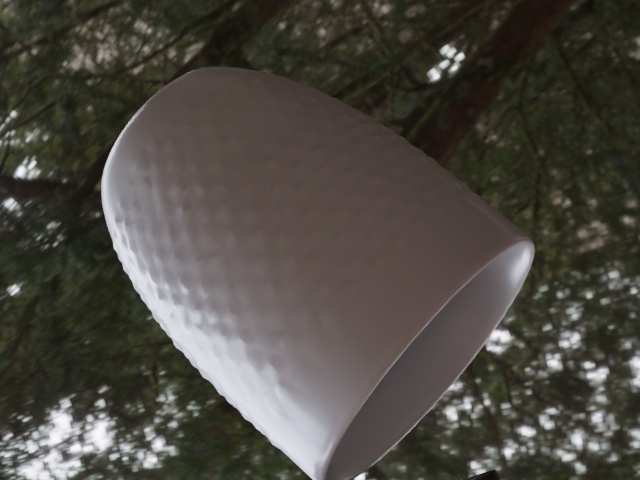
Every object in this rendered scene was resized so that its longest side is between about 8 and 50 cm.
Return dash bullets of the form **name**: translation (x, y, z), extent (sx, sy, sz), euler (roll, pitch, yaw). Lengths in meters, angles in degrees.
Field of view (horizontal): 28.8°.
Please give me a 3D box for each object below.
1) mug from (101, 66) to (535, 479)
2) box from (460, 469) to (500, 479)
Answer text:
- **mug**: translation (0.000, 0.000, 1.142), extent (0.328, 0.276, 0.374), euler (40, -154, 18)
- **box**: translation (0.014, 0.298, 1.109), extent (0.216, 0.270, 0.060), euler (-17, -100, -49)
